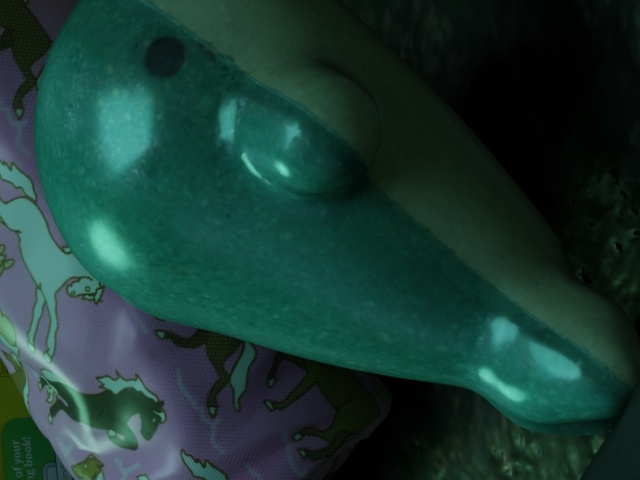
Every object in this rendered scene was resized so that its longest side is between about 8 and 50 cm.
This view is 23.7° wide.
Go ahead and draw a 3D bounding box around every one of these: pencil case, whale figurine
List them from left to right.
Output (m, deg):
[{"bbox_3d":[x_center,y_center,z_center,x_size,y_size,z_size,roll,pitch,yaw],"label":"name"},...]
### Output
[{"bbox_3d":[-0.130,-0.012,0.760,0.386,0.160,0.167,53,162,0],"label":"pencil case"},{"bbox_3d":[0.000,0.000,0.606,0.272,0.141,0.216,40,175,12],"label":"whale figurine"}]

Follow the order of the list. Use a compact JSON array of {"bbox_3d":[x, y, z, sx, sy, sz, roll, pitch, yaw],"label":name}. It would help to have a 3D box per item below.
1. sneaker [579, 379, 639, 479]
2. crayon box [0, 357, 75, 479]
[{"bbox_3d":[0.175,0.000,0.438,0.330,0.123,0.146,125,153,-48],"label":"sneaker"},{"bbox_3d":[-0.144,0.162,0.933,0.081,0.165,0.278,-32,62,58],"label":"crayon box"}]
